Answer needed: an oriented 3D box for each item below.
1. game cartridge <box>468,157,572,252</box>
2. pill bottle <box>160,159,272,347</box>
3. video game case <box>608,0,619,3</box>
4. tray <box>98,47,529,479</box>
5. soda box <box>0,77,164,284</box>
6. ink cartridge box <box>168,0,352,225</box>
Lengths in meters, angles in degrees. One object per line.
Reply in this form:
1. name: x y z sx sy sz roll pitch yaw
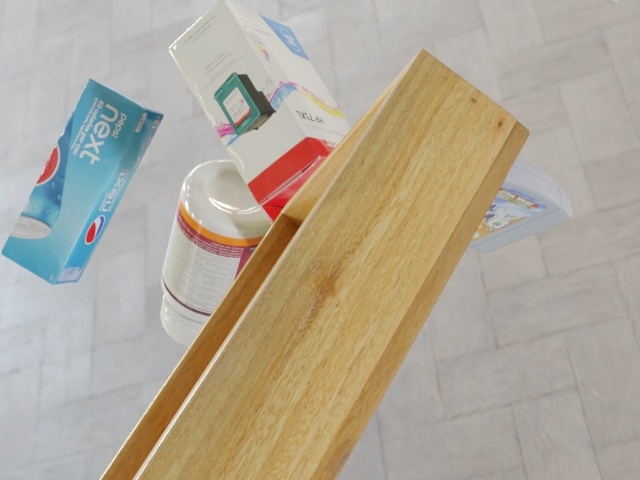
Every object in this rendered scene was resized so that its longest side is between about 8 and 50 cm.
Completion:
1. game cartridge: 0.247 -0.063 1.700 0.198 0.297 0.062 -22 60 42
2. pill bottle: -0.122 0.022 1.301 0.121 0.221 0.121 11 43 -10
3. video game case: 0.331 -0.488 1.354 0.300 0.329 0.036 -57 27 24
4. tray: -0.057 0.116 0.506 0.076 0.203 0.411 35 62 -6
5. soda box: -0.252 -0.060 1.166 0.071 0.067 0.210 29 95 9
6. ink cartridge box: -0.031 -0.103 1.034 0.078 0.134 0.231 -37 73 21
